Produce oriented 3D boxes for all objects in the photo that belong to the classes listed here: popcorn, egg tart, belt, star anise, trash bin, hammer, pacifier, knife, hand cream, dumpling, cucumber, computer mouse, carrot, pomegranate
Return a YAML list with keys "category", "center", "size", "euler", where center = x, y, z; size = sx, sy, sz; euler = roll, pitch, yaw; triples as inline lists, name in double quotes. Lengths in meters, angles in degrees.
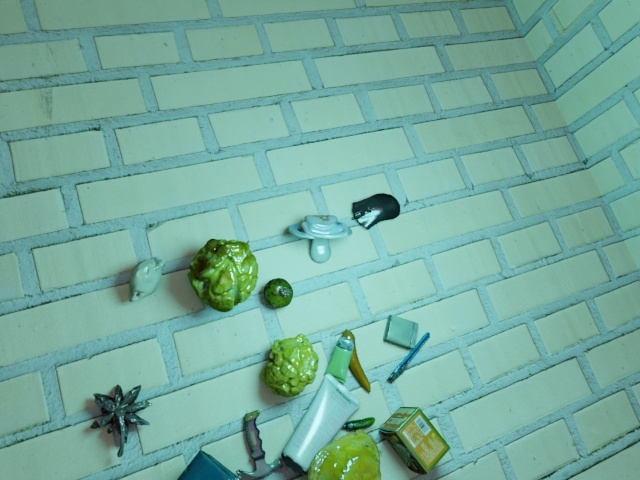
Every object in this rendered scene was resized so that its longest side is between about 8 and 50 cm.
- category: "popcorn"
  center: [-0.376, 0.124, 1.782]
  size: [0.282, 0.282, 0.247]
  euler: [-38, 121, -23]
- category: "egg tart"
  center: [0.109, 0.889, 1.683]
  size: [0.351, 0.153, 0.340]
  euler: [2, 79, -38]
- category: "belt"
  center: [-0.274, 0.881, 1.535]
  size: [0.436, 0.300, 0.173]
  euler: [44, 68, -2]
- category: "star anise"
  center: [-0.693, 0.612, 1.620]
  size: [0.209, 0.089, 0.231]
  euler: [-31, 71, -15]
- category: "trash bin"
  center: [0.346, 0.392, 2.002]
  size: [0.129, 0.059, 0.116]
  euler: [20, 66, -8]
- category: "hammer"
  center: [-0.239, 0.752, 1.728]
  size: [0.158, 0.041, 0.227]
  euler: [-9, 76, -20]
- category: "pacifier"
  center: [0.000, 0.000, 1.993]
  size: [0.278, 0.227, 0.208]
  euler: [-1, 112, -16]
- category: "knife"
  center: [0.380, 0.497, 1.990]
  size: [0.296, 0.026, 0.044]
  euler: [-43, 119, -23]
- category: "hand cream"
  center: [0.081, 0.477, 1.877]
  size: [0.095, 0.046, 0.175]
  euler: [17, 96, 5]
- category: "dumpling"
  center: [-0.666, 0.138, 1.772]
  size: [0.199, 0.136, 0.118]
  euler: [-47, 125, -4]
- category: "popcorn"
  center: [-0.120, 0.474, 1.778]
  size: [0.180, 0.216, 0.235]
  euler: [26, 58, -35]
- category: "cucumber"
  center: [0.148, 0.729, 1.848]
  size: [0.154, 0.037, 0.037]
  euler: [-4, 73, -17]
- category: "computer mouse"
  center: [0.261, -0.149, 2.147]
  size: [0.264, 0.088, 0.147]
  euler: [-25, 78, -19]
- category: "hand cream"
  center: [-0.005, 0.705, 1.783]
  size: [0.185, 0.118, 0.359]
  euler: [41, 59, 2]
- category: "carrot"
  center: [0.138, 0.496, 1.914]
  size: [0.062, 0.066, 0.272]
  euler: [-21, 78, 24]
- category: "pomegranate"
  center: [-0.164, 0.208, 1.884]
  size: [0.130, 0.130, 0.131]
  euler: [5, 71, -14]

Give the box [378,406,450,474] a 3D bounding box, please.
- category: "box"
  center: [0.359, 0.771, 1.815]
  size: [0.148, 0.177, 0.195]
  euler: [-37, 85, -24]
